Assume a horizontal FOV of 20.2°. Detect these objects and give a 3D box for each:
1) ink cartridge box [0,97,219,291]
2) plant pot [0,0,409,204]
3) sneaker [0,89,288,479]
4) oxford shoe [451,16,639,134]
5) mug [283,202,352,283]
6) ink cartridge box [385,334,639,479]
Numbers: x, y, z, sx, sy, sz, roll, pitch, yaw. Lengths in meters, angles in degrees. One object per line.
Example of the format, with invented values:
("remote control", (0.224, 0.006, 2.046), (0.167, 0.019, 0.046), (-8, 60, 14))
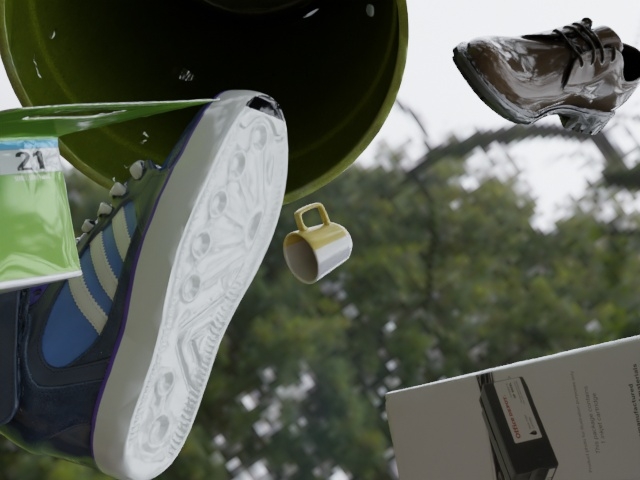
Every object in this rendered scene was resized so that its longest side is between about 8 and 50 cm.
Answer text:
("ink cartridge box", (-0.205, -0.014, 1.048), (0.255, 0.189, 0.097), (-10, -91, 32))
("plant pot", (-0.091, -0.262, 1.722), (0.366, 0.366, 0.353), (62, 17, -21))
("sneaker", (-0.180, 0.011, 1.412), (0.236, 0.323, 0.130), (20, 1, 31))
("oxford shoe", (0.189, -0.147, 1.456), (0.096, 0.227, 0.083), (-44, -114, 31))
("mug", (0.002, 0.003, 2.038), (0.062, 0.064, 0.078), (38, -43, 35))
("ink cartridge box", (0.321, 0.220, 2.180), (0.395, 0.285, 0.166), (-17, -101, 41))
